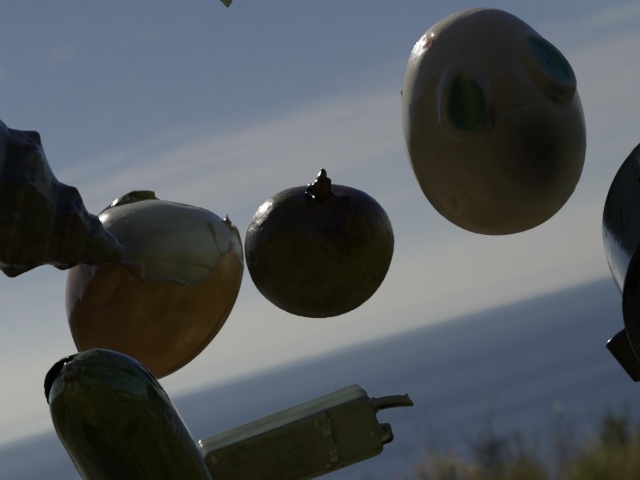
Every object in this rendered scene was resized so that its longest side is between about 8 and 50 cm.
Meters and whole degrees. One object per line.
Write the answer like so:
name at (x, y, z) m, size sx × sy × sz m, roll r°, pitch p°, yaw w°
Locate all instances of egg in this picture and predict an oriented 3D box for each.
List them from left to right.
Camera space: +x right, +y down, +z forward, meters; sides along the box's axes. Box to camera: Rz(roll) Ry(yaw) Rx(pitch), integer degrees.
egg at (-0.205, 0.059, 2.285) m, size 0.201 × 0.244 × 0.201 m, roll 25°, pitch 9°, yaw -5°

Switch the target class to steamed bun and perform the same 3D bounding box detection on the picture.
steamed bun at (0.173, -0.112, 1.839) m, size 0.177 × 0.228 × 0.131 m, roll -22°, pitch 21°, yaw -17°

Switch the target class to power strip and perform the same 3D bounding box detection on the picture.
power strip at (-0.014, 0.259, 2.468) m, size 0.288 × 0.093 × 0.053 m, roll -19°, pitch 23°, yaw -10°

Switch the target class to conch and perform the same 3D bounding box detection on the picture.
conch at (-0.200, -0.059, 0.967) m, size 0.114 × 0.234 × 0.137 m, roll -43°, pitch -1°, yaw 37°

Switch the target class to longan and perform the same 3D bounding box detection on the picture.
longan at (0.000, 0.000, 1.998) m, size 0.145 × 0.176 × 0.155 m, roll 30°, pitch 40°, yaw 24°

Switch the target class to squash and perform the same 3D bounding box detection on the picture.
squash at (-0.121, 0.191, 1.402) m, size 0.094 × 0.094 × 0.341 m, roll -15°, pitch -43°, yaw 0°

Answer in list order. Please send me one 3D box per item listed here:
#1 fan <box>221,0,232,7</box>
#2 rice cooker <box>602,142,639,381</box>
fan at (-0.151, -0.358, 2.025) m, size 0.131 × 0.240 × 0.009 m, roll -32°, pitch 7°, yaw 29°
rice cooker at (0.368, 0.016, 1.653) m, size 0.280 × 0.241 × 0.227 m, roll -34°, pitch 23°, yaw 13°
